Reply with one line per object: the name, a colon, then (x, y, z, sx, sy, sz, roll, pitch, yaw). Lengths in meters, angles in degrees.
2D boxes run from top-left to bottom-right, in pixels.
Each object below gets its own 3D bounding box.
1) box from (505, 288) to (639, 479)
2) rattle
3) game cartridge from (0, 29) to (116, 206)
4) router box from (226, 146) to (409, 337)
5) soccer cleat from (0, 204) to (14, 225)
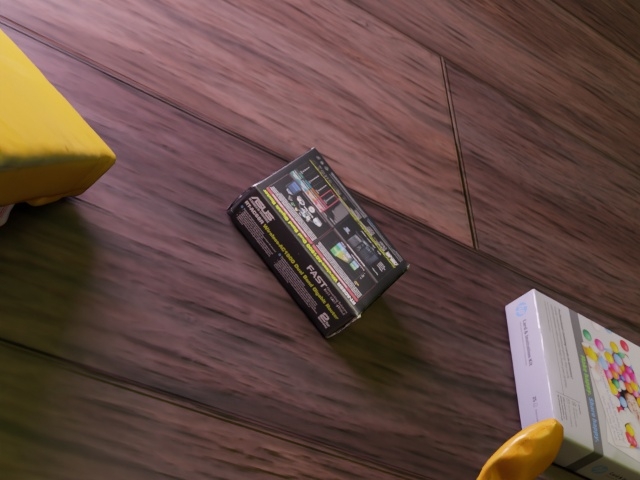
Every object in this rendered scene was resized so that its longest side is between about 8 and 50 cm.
box: (0.244, 0.141, 0.986, 0.186, 0.038, 0.145, 29, 42, -29)
rattle: (0.123, 0.236, 0.699, 0.130, 0.143, 0.199, 46, 26, -40)
game cartridge: (-0.232, -0.129, 0.562, 0.285, 0.053, 0.324, 48, 0, -4)
router box: (0.000, 0.000, 0.845, 0.122, 0.038, 0.092, 51, 36, 1)
soccer cleat: (-0.197, -0.047, 0.678, 0.029, 0.035, 0.083, 10, 53, -42)
